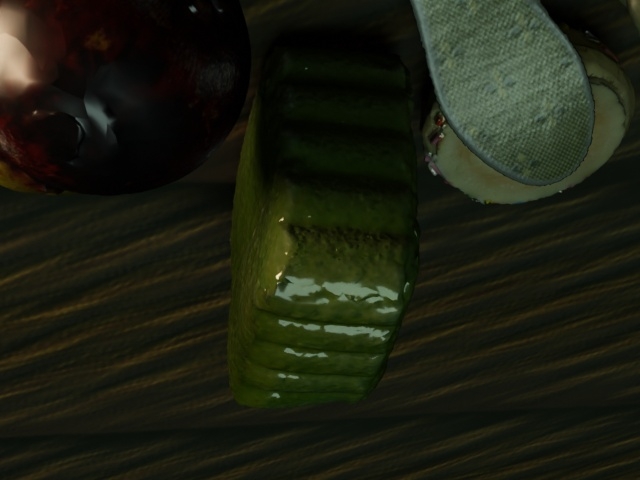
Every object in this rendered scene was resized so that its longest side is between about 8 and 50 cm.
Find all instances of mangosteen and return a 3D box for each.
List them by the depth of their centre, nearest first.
[{"bbox_3d":[-0.146,-0.117,0.961,0.210,0.210,0.210,-8,145,-6],"label":"mangosteen"}]

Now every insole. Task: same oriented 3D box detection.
[{"bbox_3d":[0.115,-0.155,1.066,0.109,0.007,0.322,-23,128,9],"label":"insole"}]

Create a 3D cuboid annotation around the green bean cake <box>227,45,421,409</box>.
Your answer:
[{"bbox_3d":[0.000,0.000,1.142,0.125,0.222,0.248,5,148,-10],"label":"green bean cake"}]

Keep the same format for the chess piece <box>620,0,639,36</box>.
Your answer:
[{"bbox_3d":[0.312,-0.105,0.989,0.182,0.330,0.182,-9,144,-6],"label":"chess piece"}]

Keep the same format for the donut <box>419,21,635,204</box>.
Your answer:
[{"bbox_3d":[0.158,-0.102,1.177,0.174,0.068,0.174,-6,144,-4],"label":"donut"}]
